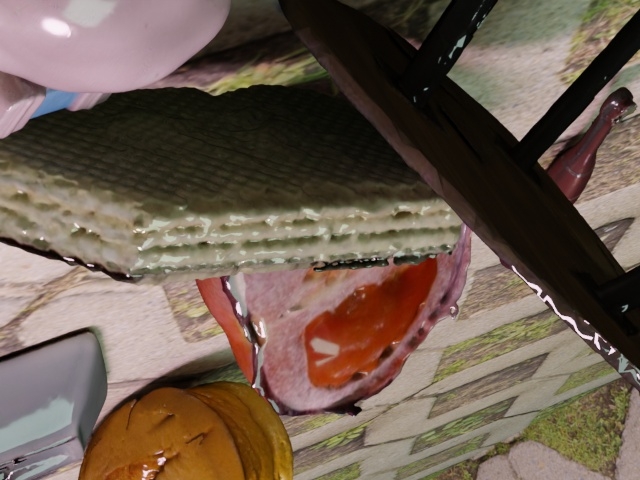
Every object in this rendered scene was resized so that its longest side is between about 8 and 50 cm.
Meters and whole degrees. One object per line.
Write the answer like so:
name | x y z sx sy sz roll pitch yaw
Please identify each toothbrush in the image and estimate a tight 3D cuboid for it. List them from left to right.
toothbrush | 0.221 -0.049 1.132 0.041 0.041 0.364 -20 162 -13

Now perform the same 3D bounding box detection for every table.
table | 0.172 -0.114 0.631 0.249 0.317 0.317 -44 157 16

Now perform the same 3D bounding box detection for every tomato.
tomato | 0.000 0.000 0.850 0.199 0.112 0.228 -27 129 -24

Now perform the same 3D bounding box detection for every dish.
dish | -0.291 0.174 1.058 0.243 0.080 0.182 -19 162 -13

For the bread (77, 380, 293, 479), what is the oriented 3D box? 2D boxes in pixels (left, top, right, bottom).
bread | -0.148 0.256 1.288 0.143 0.195 0.270 -12 156 -51

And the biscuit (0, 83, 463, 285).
biscuit | -0.064 -0.037 0.622 0.252 0.150 0.052 -4 120 -31

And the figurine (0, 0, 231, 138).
figurine | -0.102 -0.100 0.483 0.137 0.112 0.229 -15 171 -40
